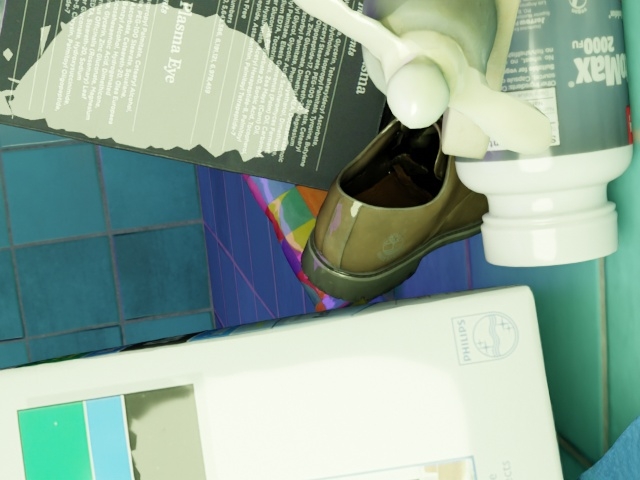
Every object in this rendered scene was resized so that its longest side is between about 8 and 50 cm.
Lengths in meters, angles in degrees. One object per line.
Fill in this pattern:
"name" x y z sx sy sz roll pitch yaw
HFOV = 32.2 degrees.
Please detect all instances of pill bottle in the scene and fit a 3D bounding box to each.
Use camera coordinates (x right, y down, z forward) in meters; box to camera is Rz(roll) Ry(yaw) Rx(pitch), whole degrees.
"pill bottle" 0.132 -0.080 0.668 0.108 0.108 0.180 -156 58 -76

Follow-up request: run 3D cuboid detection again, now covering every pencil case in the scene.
"pencil case" -0.012 -0.019 1.252 0.236 0.104 0.104 62 164 9

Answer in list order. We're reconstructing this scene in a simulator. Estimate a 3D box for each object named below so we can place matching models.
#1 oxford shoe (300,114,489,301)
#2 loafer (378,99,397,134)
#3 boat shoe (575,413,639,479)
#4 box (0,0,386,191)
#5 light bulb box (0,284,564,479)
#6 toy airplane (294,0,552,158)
"oxford shoe" 0.082 -0.050 0.742 0.083 0.227 0.096 32 136 19
"loafer" 0.063 -0.087 1.045 0.223 0.076 0.078 99 150 -64
"boat shoe" 0.200 0.125 0.558 0.258 0.089 0.109 110 159 -75
"box" -0.108 -0.177 1.029 0.343 0.313 0.179 -110 31 -78
"light bulb box" -0.028 0.169 0.789 0.358 0.361 0.225 44 -143 -85
"toy airplane" 0.082 -0.228 0.410 0.384 0.272 0.386 -177 78 -78
